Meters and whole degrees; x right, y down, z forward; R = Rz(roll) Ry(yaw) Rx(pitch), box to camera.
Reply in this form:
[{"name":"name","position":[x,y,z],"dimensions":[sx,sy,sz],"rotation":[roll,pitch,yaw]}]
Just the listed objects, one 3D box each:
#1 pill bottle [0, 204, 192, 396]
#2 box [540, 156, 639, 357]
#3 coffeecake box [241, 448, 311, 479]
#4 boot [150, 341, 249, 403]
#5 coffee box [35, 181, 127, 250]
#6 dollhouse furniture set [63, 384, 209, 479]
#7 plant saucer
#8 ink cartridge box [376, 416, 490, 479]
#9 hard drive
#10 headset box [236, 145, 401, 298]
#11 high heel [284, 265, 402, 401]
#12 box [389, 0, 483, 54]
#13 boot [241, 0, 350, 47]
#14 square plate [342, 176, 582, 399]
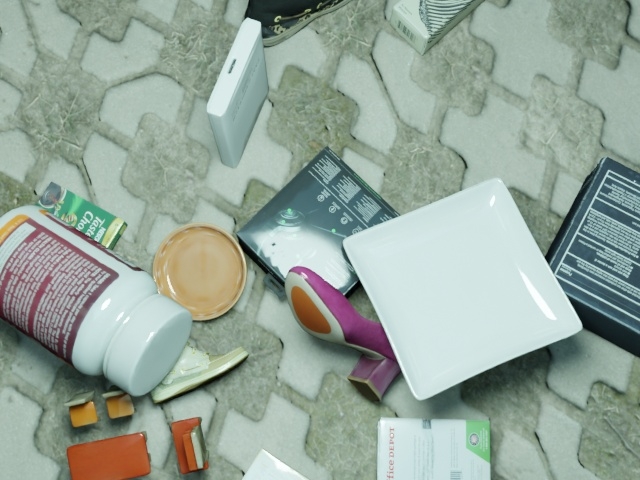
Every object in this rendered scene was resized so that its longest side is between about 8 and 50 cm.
[{"name":"pill bottle","position":[-0.454,0.116,1.784],"dimensions":[0.392,0.224,0.224],"rotation":[30,78,16]},{"name":"box","position":[0.617,0.044,1.884],"dimensions":[0.296,0.183,0.294],"rotation":[29,78,8]},{"name":"coffeecake box","position":[-0.105,0.521,1.816],"dimensions":[0.142,0.068,0.186],"rotation":[32,78,6]},{"name":"boot","position":[-0.266,0.214,1.880],"dimensions":[0.213,0.077,0.165],"rotation":[-25,78,1]},{"name":"coffee box","position":[-0.509,-0.033,1.954],"dimensions":[0.184,0.040,0.113],"rotation":[30,78,6]},{"name":"dollhouse furniture set","position":[-0.348,0.405,1.770],"dimensions":[0.259,0.135,0.262],"rotation":[-12,90,-1]},{"name":"plant saucer","position":[-0.244,0.063,1.918],"dimensions":[0.199,0.037,0.200],"rotation":[0,88,10]},{"name":"ink cartridge box","position":[0.217,0.431,1.831],"dimensions":[0.219,0.092,0.160],"rotation":[3,76,0]},{"name":"hard drive","position":[-0.161,-0.287,1.884],"dimensions":[0.040,0.307,0.203],"rotation":[20,77,4]},{"name":"headset box","position":[0.000,0.000,1.910],"dimensions":[0.246,0.131,0.283],"rotation":[43,80,8]},{"name":"high heel","position":[0.066,0.134,1.797],"dimensions":[0.127,0.377,0.181],"rotation":[12,56,41]},{"name":"box","position":[0.288,-0.544,2.064],"dimensions":[0.275,0.094,0.113],"rotation":[-44,81,-10]},{"name":"boot","position":[-0.015,-0.588,1.970],"dimensions":[0.377,0.284,0.138],"rotation":[-36,80,-8]},{"name":"square plate","position":[0.264,0.088,1.784],"dimensions":[0.344,0.049,0.347],"rotation":[-22,69,-7]}]
